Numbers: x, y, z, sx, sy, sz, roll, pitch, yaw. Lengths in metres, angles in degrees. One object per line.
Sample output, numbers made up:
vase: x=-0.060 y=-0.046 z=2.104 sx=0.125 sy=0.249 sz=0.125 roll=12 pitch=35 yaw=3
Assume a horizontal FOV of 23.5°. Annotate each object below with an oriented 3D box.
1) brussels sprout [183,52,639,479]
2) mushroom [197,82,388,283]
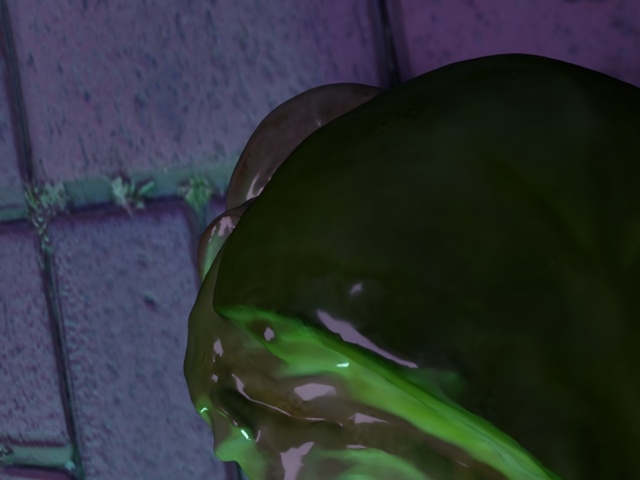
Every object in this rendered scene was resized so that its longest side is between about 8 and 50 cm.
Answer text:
brussels sprout: x=0.118 y=0.086 z=0.808 sx=0.276 sy=0.314 sz=0.371 roll=-11 pitch=108 yaw=55
mushroom: x=0.006 y=0.009 z=1.042 sx=0.206 sy=0.209 sz=0.206 roll=32 pitch=146 yaw=26
